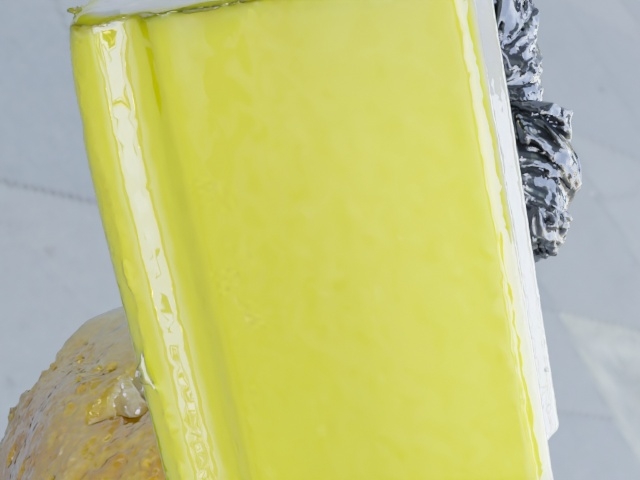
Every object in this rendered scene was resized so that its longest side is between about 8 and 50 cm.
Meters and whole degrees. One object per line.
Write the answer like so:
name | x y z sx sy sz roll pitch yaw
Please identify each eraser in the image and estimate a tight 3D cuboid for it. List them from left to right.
eraser | 0.000 0.000 0.659 0.069 0.158 0.226 -70 150 -68

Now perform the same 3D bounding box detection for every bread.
bread | -0.101 0.200 1.177 0.250 0.361 0.394 19 1 -13

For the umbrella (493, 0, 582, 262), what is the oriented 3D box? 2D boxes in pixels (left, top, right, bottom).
umbrella | 0.174 -0.144 1.649 0.128 0.154 0.337 1 82 -21
